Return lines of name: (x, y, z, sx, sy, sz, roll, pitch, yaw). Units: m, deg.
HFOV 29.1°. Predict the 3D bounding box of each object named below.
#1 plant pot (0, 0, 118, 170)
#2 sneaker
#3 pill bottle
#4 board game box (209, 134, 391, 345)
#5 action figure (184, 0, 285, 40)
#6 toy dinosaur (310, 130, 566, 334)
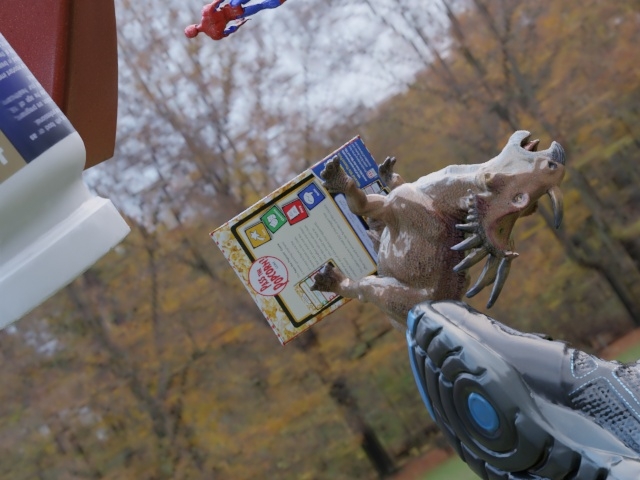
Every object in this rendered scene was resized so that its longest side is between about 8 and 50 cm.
plant pot: (-0.382, -0.233, 1.491, 0.267, 0.267, 0.236, -63, -11, -77)
sneaker: (0.207, 0.140, 0.945, 0.139, 0.341, 0.125, -32, -42, -27)
pill bottle: (-0.268, -0.073, 0.899, 0.153, 0.265, 0.153, -37, 9, 7)
board game box: (0.000, 0.000, 1.334, 0.193, 0.147, 0.045, -33, 1, -2)
action figure: (-0.072, -0.207, 1.094, 0.115, 0.038, 0.030, -32, 35, -23)
toy dinosaur: (0.105, 0.020, 1.162, 0.127, 0.200, 0.296, -36, -31, -37)
